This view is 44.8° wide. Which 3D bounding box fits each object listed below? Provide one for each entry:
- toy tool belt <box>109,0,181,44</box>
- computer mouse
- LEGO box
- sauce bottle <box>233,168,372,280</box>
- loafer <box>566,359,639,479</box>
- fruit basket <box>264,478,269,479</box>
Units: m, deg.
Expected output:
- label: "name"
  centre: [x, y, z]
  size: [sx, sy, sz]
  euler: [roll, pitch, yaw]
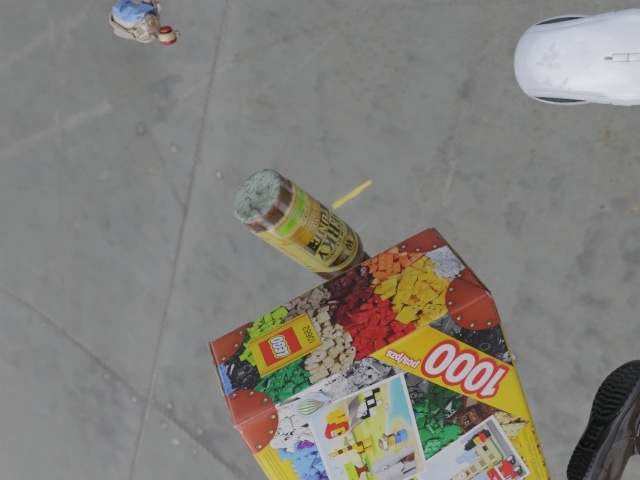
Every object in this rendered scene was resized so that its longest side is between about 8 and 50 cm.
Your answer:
- label: "toy tool belt"
  centre: [-0.199, -0.250, 0.867]
  size: [0.083, 0.052, 0.051]
  euler: [19, 133, 28]
- label: "computer mouse"
  centre: [0.234, -0.129, 0.556]
  size: [0.193, 0.042, 0.106]
  euler: [1, 103, 23]
- label: "LEGO box"
  centre: [0.113, 0.286, 1.182]
  size: [0.500, 0.372, 0.193]
  euler: [64, 177, -35]
- label: "sauce bottle"
  centre: [0.000, 0.000, 1.368]
  size: [0.111, 0.344, 0.111]
  euler: [-24, 50, 32]
- label: "loafer"
  centre: [0.449, 0.283, 1.167]
  size: [0.078, 0.080, 0.220]
  euler: [29, 89, -11]
- label: "fruit basket"
  centre: [0.046, 0.616, 1.461]
  size: [0.392, 0.283, 0.392]
  euler: [7, 106, 26]
